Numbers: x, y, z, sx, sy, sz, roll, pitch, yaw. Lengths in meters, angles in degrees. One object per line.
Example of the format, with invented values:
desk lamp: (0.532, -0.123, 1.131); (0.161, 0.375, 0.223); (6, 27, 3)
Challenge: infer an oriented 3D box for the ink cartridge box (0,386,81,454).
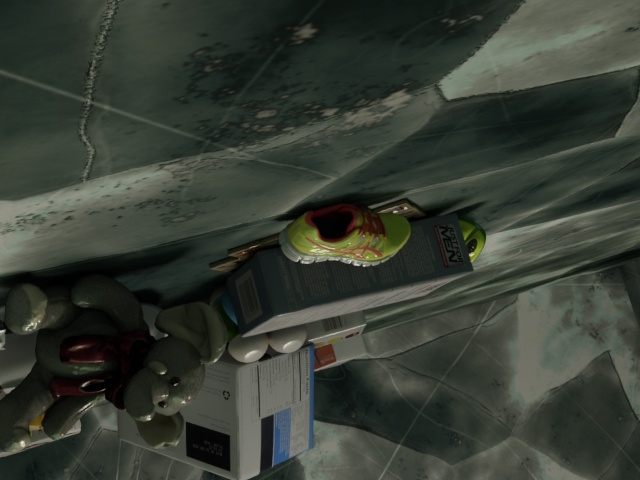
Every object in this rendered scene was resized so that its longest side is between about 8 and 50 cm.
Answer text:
ink cartridge box: (-0.662, 0.374, 2.184); (0.237, 0.172, 0.100); (-21, 169, 26)

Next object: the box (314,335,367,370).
box: (0.020, 0.212, 2.358); (0.091, 0.171, 0.130); (-9, 167, -35)

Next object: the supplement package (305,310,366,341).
supplement package: (0.011, 0.144, 2.085); (0.139, 0.134, 0.244); (-15, 170, -2)

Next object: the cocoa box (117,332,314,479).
cocoa box: (-0.209, 0.301, 1.969); (0.347, 0.232, 0.228); (8, -167, 38)

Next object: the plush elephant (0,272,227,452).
plush elephant: (-0.291, 0.190, 1.466); (0.255, 0.272, 0.330); (22, -161, 15)

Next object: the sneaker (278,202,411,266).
sneaker: (0.049, -0.014, 1.441); (0.208, 0.082, 0.094); (-7, 153, -27)

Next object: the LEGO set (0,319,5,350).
LEGO set: (-0.583, 0.175, 1.429); (0.287, 0.107, 0.132); (-6, 166, -43)

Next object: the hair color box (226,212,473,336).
hair color box: (0.049, 0.059, 1.689); (0.374, 0.114, 0.185); (-10, 169, -25)

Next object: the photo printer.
photo printer: (-0.412, 0.191, 1.751); (0.307, 0.107, 0.256); (-13, 173, -15)

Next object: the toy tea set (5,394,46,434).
toy tea set: (-0.602, 0.339, 1.802); (0.200, 0.124, 0.336); (8, 175, 27)

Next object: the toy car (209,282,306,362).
toy car: (-0.109, 0.122, 1.793); (0.182, 0.159, 0.136); (-11, 143, -21)

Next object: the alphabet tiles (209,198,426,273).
alphabet tiles: (0.000, 0.000, 1.647); (0.342, 0.011, 0.285); (-18, 170, 14)

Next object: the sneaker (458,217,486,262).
sneaker: (0.242, 0.011, 1.886); (0.123, 0.109, 0.295); (-36, 176, -21)
